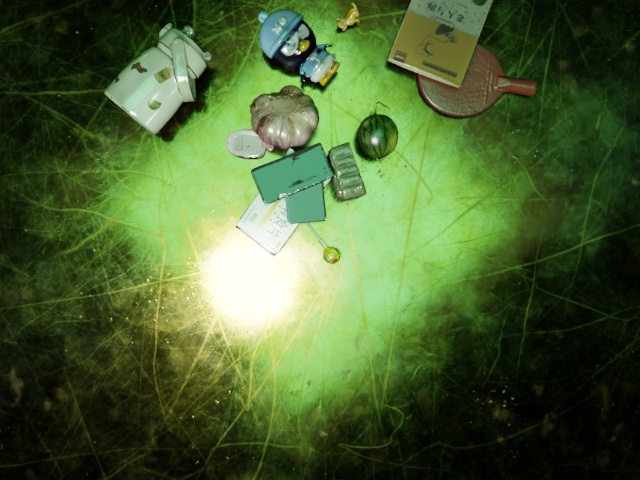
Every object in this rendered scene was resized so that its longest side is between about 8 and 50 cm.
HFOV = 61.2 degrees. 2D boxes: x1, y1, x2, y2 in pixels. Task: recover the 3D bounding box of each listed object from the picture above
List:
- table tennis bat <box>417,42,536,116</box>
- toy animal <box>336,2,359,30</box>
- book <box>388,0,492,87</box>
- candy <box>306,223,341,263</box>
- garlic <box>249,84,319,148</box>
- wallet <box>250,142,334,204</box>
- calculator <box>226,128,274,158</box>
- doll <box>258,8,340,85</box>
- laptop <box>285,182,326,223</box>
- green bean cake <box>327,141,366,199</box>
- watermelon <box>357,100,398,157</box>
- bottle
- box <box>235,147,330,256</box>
[{"bbox_3d":[0.546,-0.560,1.893,0.415,0.051,0.267,7,90,-1],"label":"table tennis bat"},{"bbox_3d":[0.090,-0.769,1.867,0.084,0.060,0.081,-15,132,-3],"label":"toy animal"},{"bbox_3d":[0.423,-0.746,1.869,0.269,0.032,0.388,21,84,1],"label":"book"},{"bbox_3d":[0.000,0.000,1.889,0.062,0.058,0.193,-33,83,-28],"label":"candy"},{"bbox_3d":[-0.119,-0.404,1.819,0.245,0.160,0.244,1,61,-1],"label":"garlic"},{"bbox_3d":[-0.089,-0.214,1.729,0.245,0.025,0.124,-23,92,-1],"label":"wallet"},{"bbox_3d":[-0.244,-0.335,1.879,0.166,0.024,0.103,2,91,-1],"label":"calculator"},{"bbox_3d":[-0.081,-0.658,1.822,0.314,0.141,0.177,37,87,-6],"label":"doll"},{"bbox_3d":[-0.051,-0.146,1.753,0.129,0.016,0.179,-5,91,-3],"label":"laptop"},{"bbox_3d":[0.082,-0.227,1.816,0.094,0.183,0.184,-15,93,0],"label":"green bean cake"},{"bbox_3d":[0.195,-0.375,1.840,0.141,0.141,0.187,-2,88,-2],"label":"watermelon"},{"bbox_3d":[-0.505,-0.535,1.780,0.229,0.229,0.351,42,86,-3],"label":"bottle"},{"bbox_3d":[-0.126,-0.125,1.829,0.173,0.145,0.332,35,89,-1],"label":"box"}]
